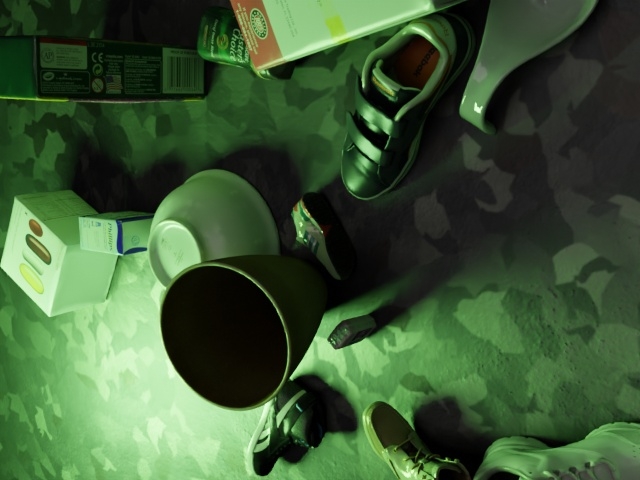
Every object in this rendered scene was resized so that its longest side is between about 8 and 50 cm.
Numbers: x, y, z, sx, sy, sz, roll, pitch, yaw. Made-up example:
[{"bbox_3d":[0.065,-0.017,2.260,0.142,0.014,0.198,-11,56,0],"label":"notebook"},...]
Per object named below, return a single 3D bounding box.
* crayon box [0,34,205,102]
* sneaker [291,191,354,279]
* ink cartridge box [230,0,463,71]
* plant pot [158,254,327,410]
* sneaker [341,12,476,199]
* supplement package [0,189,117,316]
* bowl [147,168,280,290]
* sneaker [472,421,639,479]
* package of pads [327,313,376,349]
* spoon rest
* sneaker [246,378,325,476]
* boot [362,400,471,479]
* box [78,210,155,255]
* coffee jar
[{"bbox_3d":[-0.446,-0.310,1.255,0.313,0.363,0.106,12,106,33],"label":"crayon box"},{"bbox_3d":[0.000,0.000,1.201,0.075,0.057,0.161,-36,79,52],"label":"sneaker"},{"bbox_3d":[0.027,-0.413,0.932,0.384,0.160,0.279,2,115,52],"label":"ink cartridge box"},{"bbox_3d":[-0.093,0.120,1.151,0.237,0.254,0.237,7,105,26],"label":"plant pot"},{"bbox_3d":[0.100,-0.195,1.040,0.126,0.127,0.321,40,121,21],"label":"sneaker"},{"bbox_3d":[-0.581,0.024,1.552,0.203,0.149,0.194,35,118,26],"label":"supplement package"},{"bbox_3d":[-0.229,0.019,1.312,0.297,0.134,0.298,8,104,33],"label":"bowl"},{"bbox_3d":[0.350,0.332,0.967,0.297,0.129,0.111,-22,84,35],"label":"sneaker"},{"bbox_3d":[0.053,0.153,1.169,0.050,0.083,0.032,-49,66,28],"label":"package of pads"},{"bbox_3d":[0.267,-0.271,0.930,0.137,0.084,0.276,37,119,24],"label":"spoon rest"},{"bbox_3d":[-0.060,0.376,1.296,0.121,0.079,0.217,27,113,30],"label":"sneaker"},{"bbox_3d":[0.157,0.346,1.091,0.213,0.077,0.165,58,162,5],"label":"boot"},{"bbox_3d":[-0.405,-0.018,1.433,0.137,0.126,0.072,7,102,34],"label":"box"},{"bbox_3d":[-0.123,-0.338,1.196,0.184,0.079,0.096,24,112,29],"label":"coffee jar"}]
